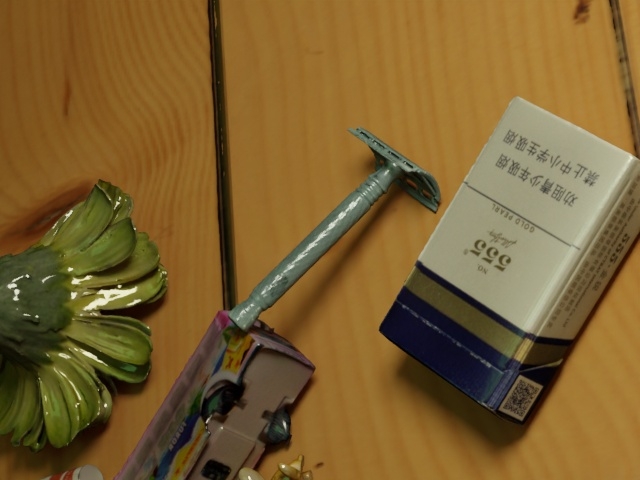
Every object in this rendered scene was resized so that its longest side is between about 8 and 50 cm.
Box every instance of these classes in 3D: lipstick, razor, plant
[{"bbox_3d":[-0.292,0.274,1.987,0.131,0.038,0.038,-21,59,35],"label":"lipstick"},{"bbox_3d":[0.000,0.000,1.778,0.232,0.068,0.106,-44,44,-6],"label":"razor"},{"bbox_3d":[-0.331,0.073,2.012,0.261,0.297,0.306,-147,66,-75],"label":"plant"}]

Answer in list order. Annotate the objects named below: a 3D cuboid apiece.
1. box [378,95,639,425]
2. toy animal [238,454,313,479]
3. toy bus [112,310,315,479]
[{"bbox_3d":[0.178,0.017,1.648,0.168,0.071,0.259,35,98,45],"label":"box"},{"bbox_3d":[-0.050,0.241,1.761,0.083,0.081,0.060,-13,65,16],"label":"toy animal"},{"bbox_3d":[-0.118,0.207,1.823,0.274,0.090,0.112,-58,39,7],"label":"toy bus"}]
